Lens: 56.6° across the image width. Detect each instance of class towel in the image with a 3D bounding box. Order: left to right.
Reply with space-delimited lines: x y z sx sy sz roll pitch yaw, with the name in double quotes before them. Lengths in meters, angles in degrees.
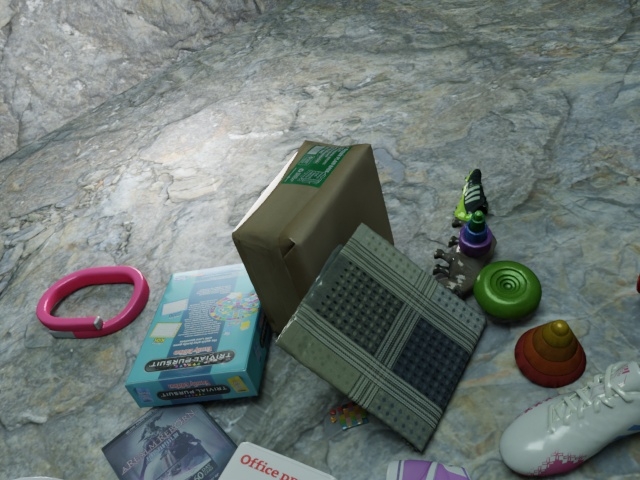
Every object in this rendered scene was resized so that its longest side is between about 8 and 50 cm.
"towel" 0.117 0.162 1.074 0.324 0.056 0.312 39 57 -2

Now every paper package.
"paper package" 0.000 0.000 1.235 0.168 0.309 0.324 10 47 29

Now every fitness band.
"fitness band" -0.573 0.149 1.495 0.291 0.054 0.209 -3 42 17

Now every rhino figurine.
"rhino figurine" 0.290 0.055 1.241 0.106 0.073 0.243 15 53 28

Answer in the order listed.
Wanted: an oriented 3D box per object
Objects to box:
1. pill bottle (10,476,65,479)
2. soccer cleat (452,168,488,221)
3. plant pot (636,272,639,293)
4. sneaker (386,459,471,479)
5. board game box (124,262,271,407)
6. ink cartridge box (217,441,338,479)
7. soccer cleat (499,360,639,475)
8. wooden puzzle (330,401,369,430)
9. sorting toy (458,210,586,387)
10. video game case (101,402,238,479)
"pill bottle" -0.431 0.561 0.831 0.229 0.229 0.407 -20 40 -1
"soccer cleat" 0.365 -0.097 1.403 0.072 0.060 0.178 13 55 20
"plant pot" 0.670 0.045 1.019 0.191 0.191 0.174 -40 52 -23
"sneaker" 0.165 0.440 0.834 0.161 0.102 0.282 -2 43 15
"board game box" -0.236 0.189 1.274 0.254 0.079 0.336 -9 36 13
"ink cartridge box" -0.097 0.472 0.888 0.198 0.114 0.272 10 48 30
"soccer cleat" 0.426 0.249 0.910 0.331 0.143 0.116 -21 40 -1
"wooden puzzle" 0.058 0.318 1.086 0.083 0.006 0.049 -18 40 1
"sorting toy" 0.359 0.081 1.086 0.127 0.126 0.365 -21 54 -5
"video game case" -0.267 0.408 1.101 0.196 0.026 0.274 -38 44 -21
